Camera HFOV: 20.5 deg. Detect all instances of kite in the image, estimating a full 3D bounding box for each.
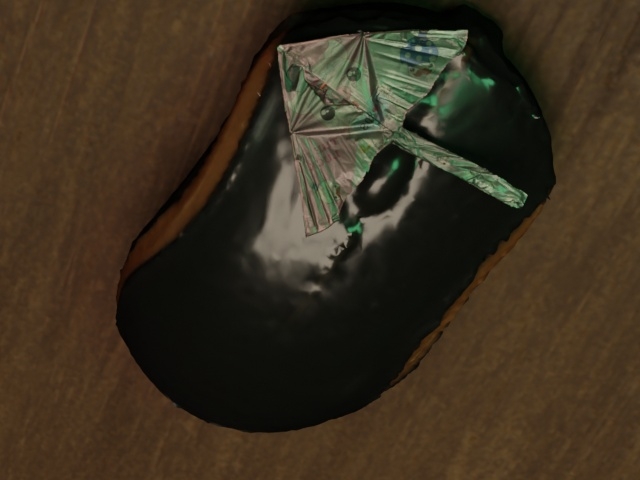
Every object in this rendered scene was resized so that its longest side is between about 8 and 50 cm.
[{"bbox_3d":[0.037,-0.053,0.921,0.152,0.005,0.137,38,98,-4],"label":"kite"}]

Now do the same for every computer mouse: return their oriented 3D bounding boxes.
[{"bbox_3d":[-0.001,0.003,1.011,0.183,0.116,0.323,28,125,-12],"label":"computer mouse"}]
